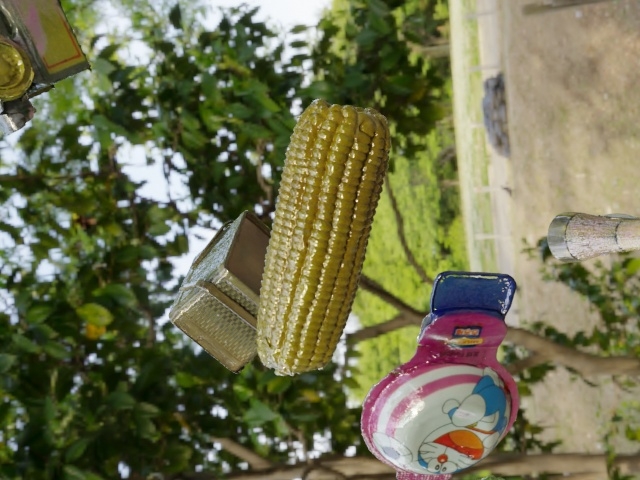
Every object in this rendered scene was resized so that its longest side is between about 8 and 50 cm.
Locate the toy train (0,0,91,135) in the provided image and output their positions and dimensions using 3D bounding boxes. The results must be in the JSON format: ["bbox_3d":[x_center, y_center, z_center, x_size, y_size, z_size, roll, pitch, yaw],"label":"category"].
[{"bbox_3d":[-0.412,-0.270,1.039,0.177,0.134,0.260,-37,-69,-40],"label":"toy train"}]

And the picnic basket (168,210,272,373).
[{"bbox_3d":[-0.136,0.080,1.428,0.165,0.139,0.266,42,-159,-15],"label":"picnic basket"}]

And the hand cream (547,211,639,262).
[{"bbox_3d":[0.447,-0.008,1.287,0.203,0.084,0.083,-3,93,64],"label":"hand cream"}]

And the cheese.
[{"bbox_3d":[0.118,0.135,0.762,0.062,0.155,0.244,-107,23,-59],"label":"cheese"}]

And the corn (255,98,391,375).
[{"bbox_3d":[0.000,0.000,1.031,0.131,0.131,0.344,-40,-38,-79],"label":"corn"}]

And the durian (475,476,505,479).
[{"bbox_3d":[0.273,0.476,1.220,0.101,0.139,0.250,-1,-109,-58],"label":"durian"}]
